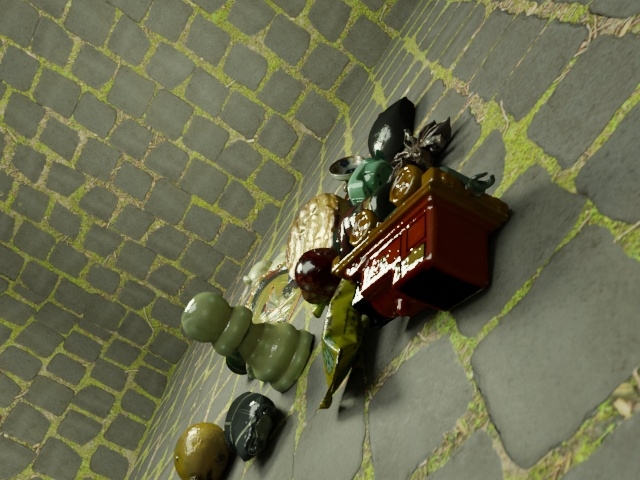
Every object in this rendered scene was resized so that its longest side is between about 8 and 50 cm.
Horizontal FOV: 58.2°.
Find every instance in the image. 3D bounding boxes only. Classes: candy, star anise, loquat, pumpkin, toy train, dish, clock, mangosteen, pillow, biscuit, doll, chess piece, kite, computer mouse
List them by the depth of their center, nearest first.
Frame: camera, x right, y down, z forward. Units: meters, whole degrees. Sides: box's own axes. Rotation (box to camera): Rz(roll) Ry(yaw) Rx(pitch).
[{"bbox_3d":[0.165,0.018,0.980,0.369,0.163,0.232,-46,26,47],"label":"toy train"},{"bbox_3d":[0.046,0.178,1.150,0.187,0.081,0.297,96,-172,-46],"label":"candy"},{"bbox_3d":[0.241,-0.215,1.418,0.230,0.081,0.262,-53,11,18],"label":"star anise"},{"bbox_3d":[0.014,0.108,1.447,0.145,0.155,0.182,-8,91,55],"label":"mangosteen"},{"bbox_3d":[-0.187,0.467,1.467,0.162,0.092,0.335,-67,13,-18],"label":"pillow"},{"bbox_3d":[-0.201,0.246,1.495,0.182,0.330,0.182,-56,13,20],"label":"chess piece"},{"bbox_3d":[0.147,-0.145,1.500,0.060,0.148,0.189,-3,46,38],"label":"clock"},{"bbox_3d":[-0.326,0.596,1.582,0.172,0.149,0.205,-56,21,22],"label":"loquat"},{"bbox_3d":[0.000,0.000,1.743,0.296,0.101,0.297,-36,43,44],"label":"biscuit"},{"bbox_3d":[0.214,-0.350,1.832,0.170,0.100,0.269,-48,16,36],"label":"computer mouse"},{"bbox_3d":[-0.255,0.365,1.923,0.167,0.125,0.167,18,-90,-86],"label":"pumpkin"},{"bbox_3d":[-0.149,0.191,1.986,0.377,0.013,0.328,-39,32,10],"label":"kite"},{"bbox_3d":[0.107,-0.240,2.085,0.141,0.078,0.141,-14,32,9],"label":"dish"},{"bbox_3d":[-0.146,0.114,2.190,0.278,0.149,0.175,-32,-9,29],"label":"doll"}]

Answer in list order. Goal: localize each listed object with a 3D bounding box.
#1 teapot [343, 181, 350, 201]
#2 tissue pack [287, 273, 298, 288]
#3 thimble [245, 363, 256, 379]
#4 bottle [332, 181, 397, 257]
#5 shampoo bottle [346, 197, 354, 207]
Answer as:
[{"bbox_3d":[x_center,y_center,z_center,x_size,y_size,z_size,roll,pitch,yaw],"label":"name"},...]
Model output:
[{"bbox_3d":[0.104,-0.150,1.834,0.129,0.078,0.098,-56,12,17],"label":"teapot"},{"bbox_3d":[-0.044,0.078,1.902,0.156,0.051,0.112,-45,20,20],"label":"tissue pack"},{"bbox_3d":[-0.181,0.362,1.720,0.110,0.084,0.062,-53,13,16],"label":"thimble"},{"bbox_3d":[0.116,-0.024,1.322,0.156,0.143,0.271,-36,2,-30],"label":"bottle"},{"bbox_3d":[0.092,-0.084,1.779,0.208,0.057,0.064,-50,44,42],"label":"shampoo bottle"}]
